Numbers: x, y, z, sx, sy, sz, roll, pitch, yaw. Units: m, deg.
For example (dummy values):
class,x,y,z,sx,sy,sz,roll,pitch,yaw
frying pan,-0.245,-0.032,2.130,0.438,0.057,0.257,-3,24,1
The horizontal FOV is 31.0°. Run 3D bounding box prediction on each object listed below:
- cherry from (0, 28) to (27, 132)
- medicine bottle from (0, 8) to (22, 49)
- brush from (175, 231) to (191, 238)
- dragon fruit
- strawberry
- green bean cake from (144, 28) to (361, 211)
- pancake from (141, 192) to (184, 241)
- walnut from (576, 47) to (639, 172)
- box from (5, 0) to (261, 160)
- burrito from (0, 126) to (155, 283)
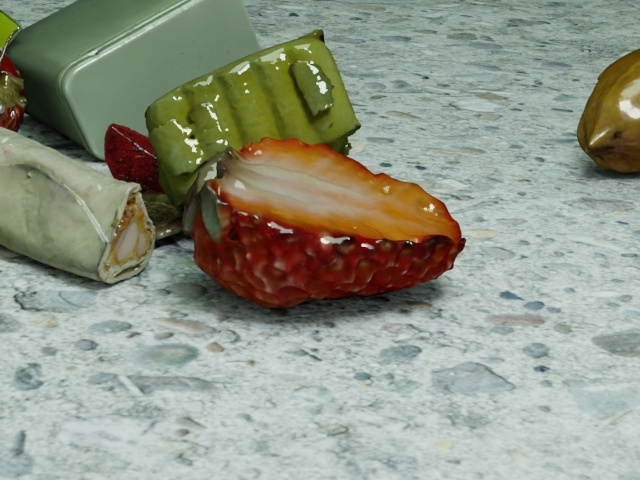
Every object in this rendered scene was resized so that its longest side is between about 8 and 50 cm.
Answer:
class,x,y,z,sx,sy,sz,roll,pitch,yaw
cherry,-0.597,-0.229,1.864,0.249,0.192,0.175,-3,-18,8
medicine bottle,-0.653,-0.327,1.993,0.137,0.250,0.141,39,-4,-34
brush,-0.075,0.003,1.542,0.314,0.017,0.090,9,19,19
dragon fruit,-0.251,-0.103,1.716,0.162,0.083,0.106,30,14,1
strawberry,0.000,0.000,1.392,0.336,0.149,0.265,12,26,-8
green bean cake,-0.090,-0.134,1.618,0.285,0.202,0.310,-23,-1,0
pancake,-0.260,-0.030,1.588,0.190,0.020,0.184,14,31,41
walnut,0.537,-0.208,1.903,0.209,0.209,0.336,20,38,39
box,-0.343,-0.321,2.007,0.352,0.177,0.344,-35,35,-22
burrito,-0.346,-0.045,1.478,0.299,0.143,0.105,21,5,30
